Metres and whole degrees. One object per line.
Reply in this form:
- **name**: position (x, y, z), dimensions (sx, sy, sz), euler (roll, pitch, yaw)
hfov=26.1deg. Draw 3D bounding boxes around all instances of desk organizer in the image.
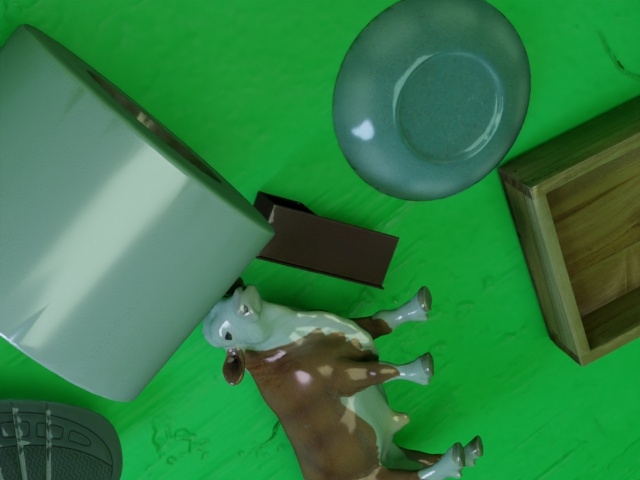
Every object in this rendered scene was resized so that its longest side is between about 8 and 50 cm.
- **desk organizer**: position (0.000, 0.000, 1.221), dimensions (0.130, 0.047, 0.050), euler (15, 102, -25)

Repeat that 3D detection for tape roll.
- **tape roll**: position (-0.177, -0.021, 1.031), dimensions (0.246, 0.246, 0.169), euler (40, 93, -29)

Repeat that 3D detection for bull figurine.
- **bull figurine**: position (0.023, 0.137, 1.237), dimensions (0.188, 0.101, 0.310), euler (-10, 127, 18)

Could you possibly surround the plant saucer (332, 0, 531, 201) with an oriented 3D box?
- **plant saucer**: position (0.108, -0.121, 1.221), dimensions (0.195, 0.037, 0.195), euler (-7, 112, -19)

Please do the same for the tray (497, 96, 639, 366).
- **tray**: position (0.386, -0.064, 1.331), dimensions (0.411, 0.076, 0.203), euler (-26, 117, -9)

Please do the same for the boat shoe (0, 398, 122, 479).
- **boat shoe**: position (-0.327, 0.198, 1.152), dimensions (0.320, 0.103, 0.118), euler (-10, 94, -23)
